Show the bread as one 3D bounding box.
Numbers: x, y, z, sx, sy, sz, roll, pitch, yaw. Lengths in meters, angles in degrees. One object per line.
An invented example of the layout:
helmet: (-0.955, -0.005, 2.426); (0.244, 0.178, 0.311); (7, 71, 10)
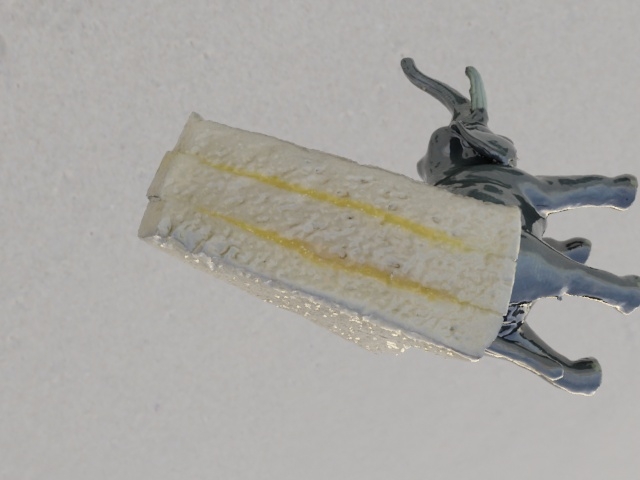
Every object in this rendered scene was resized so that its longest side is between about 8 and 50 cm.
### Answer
bread: (0.003, -0.005, 0.490); (0.152, 0.077, 0.105); (26, 164, -23)

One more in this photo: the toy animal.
toy animal: (0.119, -0.022, 0.641); (0.137, 0.269, 0.082); (14, 132, -11)
